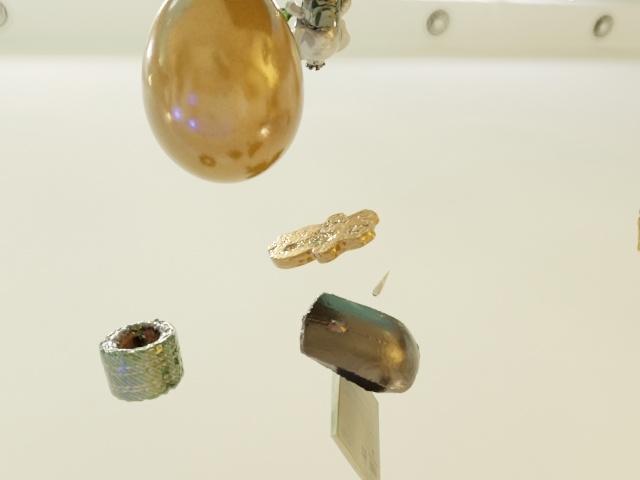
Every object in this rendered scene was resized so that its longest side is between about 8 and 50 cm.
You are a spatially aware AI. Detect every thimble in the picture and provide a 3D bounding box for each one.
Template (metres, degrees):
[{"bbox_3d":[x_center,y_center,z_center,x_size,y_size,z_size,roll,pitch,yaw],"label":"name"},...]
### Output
[{"bbox_3d":[-0.278,0.186,0.912,0.119,0.090,0.135,-10,-165,-14],"label":"thimble"}]

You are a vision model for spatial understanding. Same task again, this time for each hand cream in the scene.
[{"bbox_3d":[0.156,0.114,1.508,0.022,0.102,0.035,35,-127,10],"label":"hand cream"}]

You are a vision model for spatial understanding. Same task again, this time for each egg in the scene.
[{"bbox_3d":[-0.149,-0.249,0.910,0.251,0.322,0.250,3,-168,-1],"label":"egg"}]

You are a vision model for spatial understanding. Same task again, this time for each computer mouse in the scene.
[{"bbox_3d":[0.097,0.221,1.255,0.296,0.087,0.168,27,-121,-16],"label":"computer mouse"}]

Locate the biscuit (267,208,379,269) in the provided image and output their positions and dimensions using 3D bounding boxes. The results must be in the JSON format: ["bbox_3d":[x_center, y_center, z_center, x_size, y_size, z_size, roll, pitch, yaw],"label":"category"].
[{"bbox_3d":[0.001,0.003,1.195,0.249,0.035,0.184,-16,-157,18],"label":"biscuit"}]

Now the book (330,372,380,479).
[{"bbox_3d":[0.081,0.389,1.280,0.025,0.214,0.282,-24,-158,15],"label":"book"}]

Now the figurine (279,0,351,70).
[{"bbox_3d":[-0.006,-0.418,1.136,0.147,0.192,0.126,-13,-130,-21],"label":"figurine"}]

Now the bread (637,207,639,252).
[{"bbox_3d":[0.818,-0.019,1.393,0.102,0.245,0.094,-18,-129,17],"label":"bread"}]
